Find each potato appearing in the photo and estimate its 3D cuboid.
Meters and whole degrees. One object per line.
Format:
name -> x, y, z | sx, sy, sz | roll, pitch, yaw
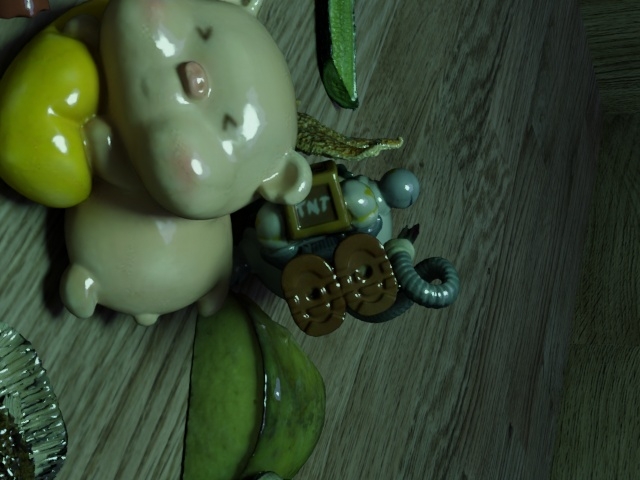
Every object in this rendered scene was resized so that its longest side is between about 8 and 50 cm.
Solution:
potato -> -0.054, 0.209, 1.152 | 0.255, 0.112, 0.269 | 24, 70, -60

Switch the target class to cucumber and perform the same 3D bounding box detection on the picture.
cucumber -> 0.021, -0.307, 1.372 | 0.070, 0.046, 0.220 | -7, 94, -60

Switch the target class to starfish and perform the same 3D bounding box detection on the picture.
starfish -> -0.011, -0.137, 1.153 | 0.295, 0.231, 0.048 | -64, 166, -72

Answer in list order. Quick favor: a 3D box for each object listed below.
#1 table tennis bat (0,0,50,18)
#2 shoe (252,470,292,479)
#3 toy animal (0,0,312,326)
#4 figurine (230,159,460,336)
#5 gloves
table tennis bat -> -0.275, -0.379, 0.685 | 0.268, 0.051, 0.414 | -15, 115, -22
shoe -> -0.044, 0.316, 1.032 | 0.074, 0.077, 0.194 | -51, 157, -3
toy animal -> -0.140, -0.084, 0.846 | 0.277, 0.247, 0.345 | -9, 97, -61
figurine -> -0.004, -0.001, 1.047 | 0.382, 0.261, 0.186 | -111, -168, -81
gloves -> -0.293, 0.205, 0.664 | 0.312, 0.135, 0.210 | -76, 177, -67
